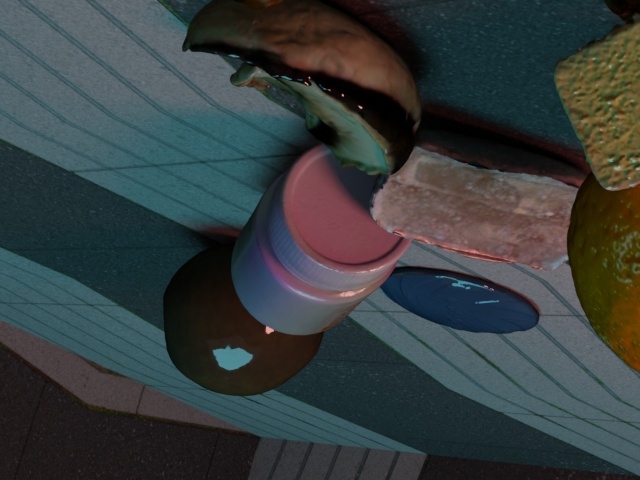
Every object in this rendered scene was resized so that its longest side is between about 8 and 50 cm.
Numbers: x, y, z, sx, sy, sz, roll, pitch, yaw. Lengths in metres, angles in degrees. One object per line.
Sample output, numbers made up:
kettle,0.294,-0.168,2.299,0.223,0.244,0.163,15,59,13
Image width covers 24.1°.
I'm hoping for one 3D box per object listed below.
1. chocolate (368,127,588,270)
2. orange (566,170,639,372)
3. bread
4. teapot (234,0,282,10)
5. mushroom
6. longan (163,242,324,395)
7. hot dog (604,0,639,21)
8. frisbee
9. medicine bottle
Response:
chocolate,0.218,-0.064,1.971,0.303,0.100,0.185,15,137,-13
orange,0.418,-0.012,1.608,0.293,0.340,0.340,40,172,22
bread,0.366,-0.147,1.386,0.266,0.141,0.178,-26,149,23
teapot,-0.064,-0.294,1.575,0.098,0.078,0.129,63,158,-11
mushroom,-0.007,-0.197,1.752,0.247,0.130,0.344,21,171,47
longan,-0.134,0.139,2.672,0.297,0.297,0.297,14,163,4
hot dog,0.376,-0.204,1.465,0.250,0.076,0.104,28,158,-30
frisbee,0.241,0.122,2.650,0.289,0.049,0.289,14,163,4
medicine bottle,0.000,0.000,2.187,0.219,0.219,0.388,17,162,-6
